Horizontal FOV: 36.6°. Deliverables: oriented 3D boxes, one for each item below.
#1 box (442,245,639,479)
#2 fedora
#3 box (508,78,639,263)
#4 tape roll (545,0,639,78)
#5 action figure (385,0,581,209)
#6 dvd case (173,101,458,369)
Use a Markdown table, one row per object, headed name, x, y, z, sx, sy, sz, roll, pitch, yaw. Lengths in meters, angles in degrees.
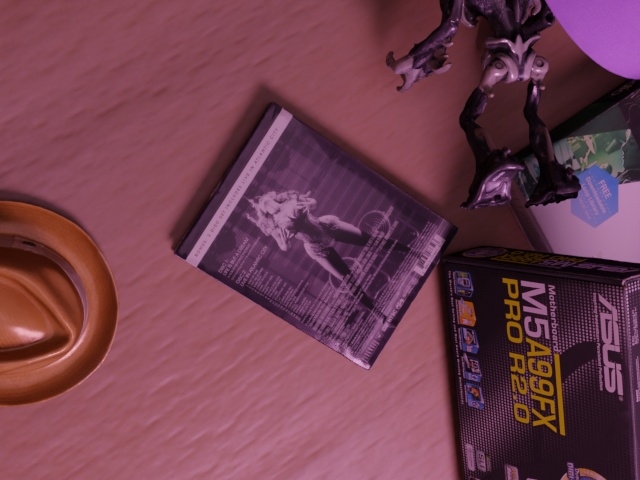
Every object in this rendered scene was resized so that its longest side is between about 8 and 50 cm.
| name | x | y | z | sx | sy | sz | roll | pitch | yaw |
| --- | --- | --- | --- | --- | --- | --- | --- | --- | --- |
| box | 0.214 | 0.147 | 0.879 | 0.060 | 0.216 | 0.270 | -14 | 103 | -33 |
| fedora | -0.263 | 0.060 | 0.807 | 0.194 | 0.079 | 0.194 | -2 | 99 | -16 |
| box | 0.358 | -0.056 | 0.977 | 0.322 | 0.058 | 0.232 | -34 | 106 | -9 |
| tape roll | 0.280 | -0.284 | 0.838 | 0.275 | 0.090 | 0.275 | 11 | 72 | -38 |
| action figure | 0.143 | -0.164 | 0.846 | 0.164 | 0.141 | 0.275 | -6 | 84 | -23 |
| dvd case | 0.000 | 0.000 | 0.904 | 0.221 | 0.018 | 0.164 | 33 | 90 | -18 |
